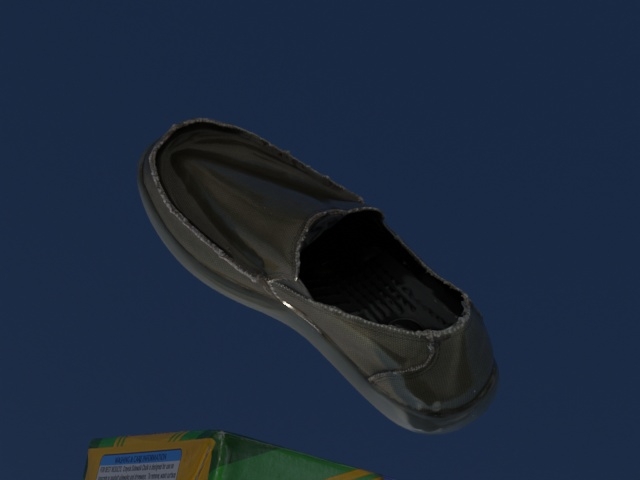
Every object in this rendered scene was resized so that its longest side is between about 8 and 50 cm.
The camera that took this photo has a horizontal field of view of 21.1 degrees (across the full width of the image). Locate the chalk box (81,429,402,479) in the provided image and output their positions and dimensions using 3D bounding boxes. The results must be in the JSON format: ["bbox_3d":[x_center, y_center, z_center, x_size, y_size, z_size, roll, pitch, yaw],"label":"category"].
[{"bbox_3d":[0.015,0.160,0.657,0.213,0.132,0.132,18,-107,-26],"label":"chalk box"}]

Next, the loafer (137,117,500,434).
[{"bbox_3d":[0.000,0.000,0.942,0.251,0.087,0.094,35,-121,22],"label":"loafer"}]
